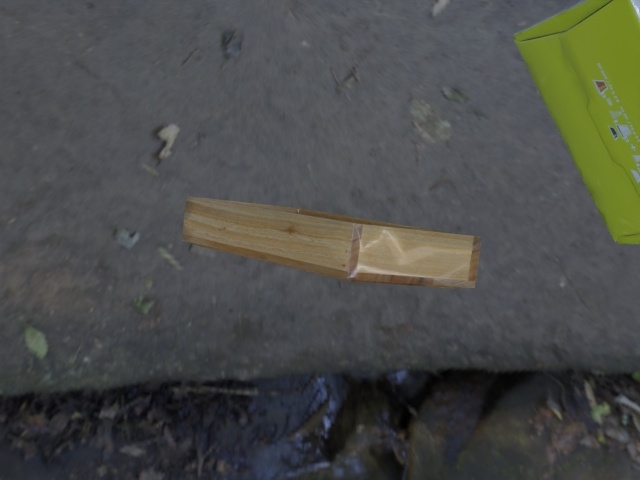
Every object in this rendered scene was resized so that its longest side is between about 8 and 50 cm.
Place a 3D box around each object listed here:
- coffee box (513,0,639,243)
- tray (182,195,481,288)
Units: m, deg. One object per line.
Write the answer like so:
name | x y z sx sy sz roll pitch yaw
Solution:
coffee box | 0.510 -0.215 1.430 0.334 0.338 0.337 -29 96 -11
tray | 0.000 0.000 1.517 0.203 0.411 0.076 5 93 -35
